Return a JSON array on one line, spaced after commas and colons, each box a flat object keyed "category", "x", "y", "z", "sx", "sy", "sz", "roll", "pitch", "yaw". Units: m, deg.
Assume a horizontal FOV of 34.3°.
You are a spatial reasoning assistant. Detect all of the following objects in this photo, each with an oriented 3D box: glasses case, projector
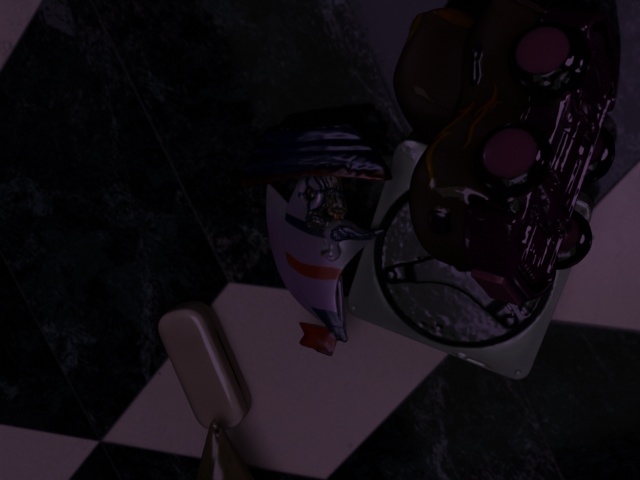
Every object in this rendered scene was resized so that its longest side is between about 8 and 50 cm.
[{"category": "glasses case", "x": -0.169, "y": 0.184, "z": 1.516, "sx": 0.083, "sy": 0.050, "sz": 0.196, "roll": -16, "pitch": 103, "yaw": 19}, {"category": "projector", "x": 0.186, "y": 0.024, "z": 1.334, "sx": 0.257, "sy": 0.079, "sz": 0.259, "roll": 21, "pitch": 111, "yaw": 11}]

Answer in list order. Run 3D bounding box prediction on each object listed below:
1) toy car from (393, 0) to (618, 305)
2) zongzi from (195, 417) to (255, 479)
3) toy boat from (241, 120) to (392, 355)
[{"category": "toy car", "x": 0.189, "y": -0.115, "z": 1.169, "sx": 0.240, "sy": 0.271, "sz": 0.340, "roll": 15, "pitch": 76, "yaw": 28}, {"category": "zongzi", "x": -0.069, "y": 0.429, "z": 1.513, "sx": 0.274, "sy": 0.145, "sz": 0.300, "roll": 19, "pitch": 114, "yaw": 10}, {"category": "toy boat", "x": -0.021, "y": -0.020, "z": 1.380, "sx": 0.219, "sy": 0.072, "sz": 0.318, "roll": 27, "pitch": 118, "yaw": 24}]
